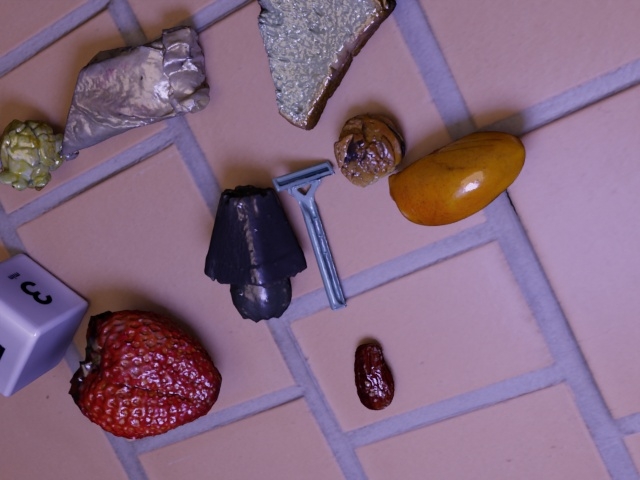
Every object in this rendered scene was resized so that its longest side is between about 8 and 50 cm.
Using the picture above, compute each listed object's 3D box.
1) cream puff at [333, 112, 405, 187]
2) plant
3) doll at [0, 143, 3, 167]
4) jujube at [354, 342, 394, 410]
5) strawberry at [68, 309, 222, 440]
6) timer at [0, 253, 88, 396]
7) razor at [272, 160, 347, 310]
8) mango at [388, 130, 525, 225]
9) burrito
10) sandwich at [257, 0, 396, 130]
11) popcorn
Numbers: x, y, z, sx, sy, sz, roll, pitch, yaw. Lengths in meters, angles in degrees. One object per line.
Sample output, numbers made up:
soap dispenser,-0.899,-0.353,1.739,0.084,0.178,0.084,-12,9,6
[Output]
cream puff,0.081,-0.155,1.612,0.119,0.104,0.133,32,116,2
plant,-0.123,0.028,1.701,0.164,0.142,0.256,5,112,40
doll,-0.776,-0.137,1.916,0.208,0.144,0.271,34,110,-2
jujube,0.100,0.256,1.744,0.077,0.077,0.129,-7,98,22
strawberry,-0.331,0.264,1.819,0.288,0.238,0.250,5,88,9
timer,-0.639,0.173,1.929,0.195,0.192,0.194,36,115,7
razor,-0.003,-0.001,1.720,0.111,0.056,0.278,-19,108,-12
mango,0.236,-0.106,1.547,0.252,0.154,0.126,-24,104,38
burrito,-0.360,-0.284,1.739,0.347,0.107,0.175,-17,84,22
sandwich,-0.040,-0.369,1.591,0.254,0.099,0.288,34,115,1
popcorn,-0.581,-0.176,1.837,0.141,0.162,0.136,32,158,48
